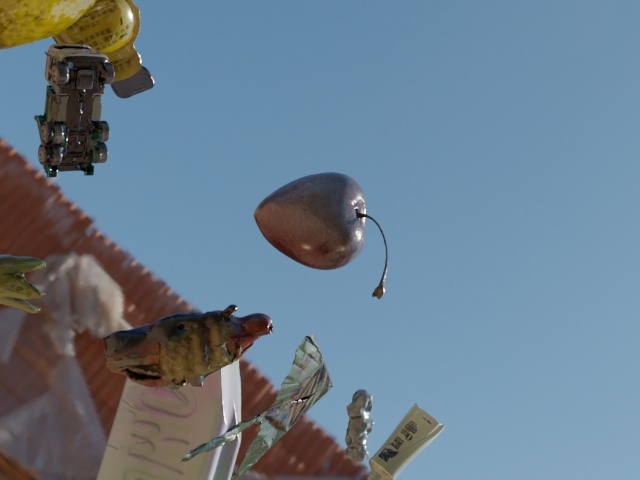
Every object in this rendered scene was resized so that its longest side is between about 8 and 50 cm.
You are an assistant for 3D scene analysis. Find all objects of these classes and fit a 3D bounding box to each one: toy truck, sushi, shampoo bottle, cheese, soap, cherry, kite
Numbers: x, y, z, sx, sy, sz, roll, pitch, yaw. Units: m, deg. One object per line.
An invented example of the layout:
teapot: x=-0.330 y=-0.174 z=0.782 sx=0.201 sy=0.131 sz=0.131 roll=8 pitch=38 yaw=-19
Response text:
toy truck: x=-0.417 y=-0.219 z=1.857 sx=0.116 sy=0.110 sz=0.216 roll=40 pitch=-53 yaw=46
sushi: x=-0.171 y=0.145 z=1.488 sx=0.103 sy=0.226 sz=0.097 roll=85 pitch=-8 yaw=-78
shampoo bottle: x=0.095 y=0.271 z=1.416 sx=0.049 sy=0.141 sz=0.034 roll=43 pitch=-20 yaw=4
cheese: x=-0.369 y=-0.344 z=1.918 sx=0.156 sy=0.064 sz=0.250 roll=-18 pitch=-48 yaw=8
soap: x=-0.252 y=0.348 z=1.927 sx=0.208 sy=0.347 sz=0.115 roll=14 pitch=-8 yaw=20
cherry: x=-0.007 y=-0.002 z=1.369 sx=0.148 sy=0.188 sz=0.115 roll=18 pitch=-38 yaw=-16
kite: x=-0.059 y=0.186 z=1.205 sx=0.012 sy=0.250 sz=0.229 roll=37 pitch=-60 yaw=23

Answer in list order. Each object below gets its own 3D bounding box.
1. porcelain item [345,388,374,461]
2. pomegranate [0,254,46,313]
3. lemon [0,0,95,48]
porcelain item: x=0.043 y=0.198 z=1.214 sx=0.028 sy=0.036 sz=0.083 roll=13 pitch=-67 yaw=24
pomegranate: x=-0.595 y=0.062 z=1.716 sx=0.341 sy=0.260 sz=0.260 roll=3 pitch=-20 yaw=-21
lemon: x=-0.468 y=-0.454 z=1.642 sx=0.387 sy=0.350 sz=0.350 roll=-10 pitch=-44 yaw=4
